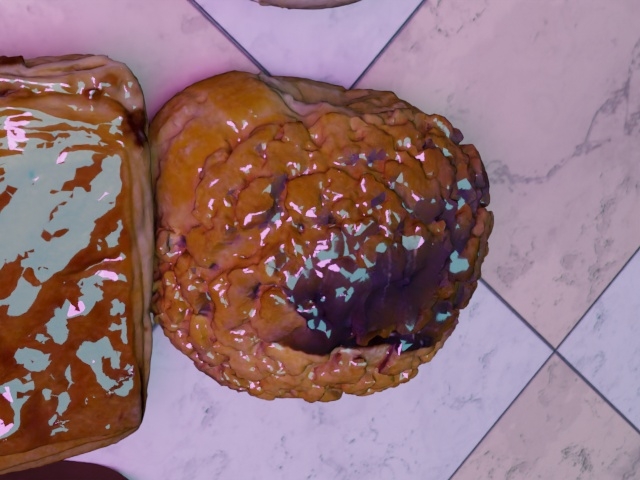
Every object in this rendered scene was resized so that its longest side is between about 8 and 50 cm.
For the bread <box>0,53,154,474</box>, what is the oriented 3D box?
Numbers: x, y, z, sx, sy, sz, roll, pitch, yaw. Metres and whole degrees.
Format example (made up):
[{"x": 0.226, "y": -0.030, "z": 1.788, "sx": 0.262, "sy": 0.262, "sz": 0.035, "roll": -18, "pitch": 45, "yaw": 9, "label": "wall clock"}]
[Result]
[{"x": -0.275, "y": 0.017, "z": 0.738, "sx": 0.277, "sy": 0.167, "sz": 0.325, "roll": -9, "pitch": 108, "yaw": -22, "label": "bread"}]

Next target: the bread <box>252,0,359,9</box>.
[{"x": -0.020, "y": -0.330, "z": 0.730, "sx": 0.305, "sy": 0.158, "sz": 0.306, "roll": -10, "pitch": 112, "yaw": -25, "label": "bread"}]

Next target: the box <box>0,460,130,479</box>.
[{"x": -0.331, "y": 0.342, "z": 0.812, "sx": 0.339, "sy": 0.239, "sz": 0.229, "roll": 18, "pitch": 104, "yaw": -34, "label": "box"}]

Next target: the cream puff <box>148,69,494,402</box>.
[{"x": 0.000, "y": 0.000, "z": 0.847, "sx": 0.327, "sy": 0.231, "sz": 0.343, "roll": -44, "pitch": 125, "yaw": -1, "label": "cream puff"}]
